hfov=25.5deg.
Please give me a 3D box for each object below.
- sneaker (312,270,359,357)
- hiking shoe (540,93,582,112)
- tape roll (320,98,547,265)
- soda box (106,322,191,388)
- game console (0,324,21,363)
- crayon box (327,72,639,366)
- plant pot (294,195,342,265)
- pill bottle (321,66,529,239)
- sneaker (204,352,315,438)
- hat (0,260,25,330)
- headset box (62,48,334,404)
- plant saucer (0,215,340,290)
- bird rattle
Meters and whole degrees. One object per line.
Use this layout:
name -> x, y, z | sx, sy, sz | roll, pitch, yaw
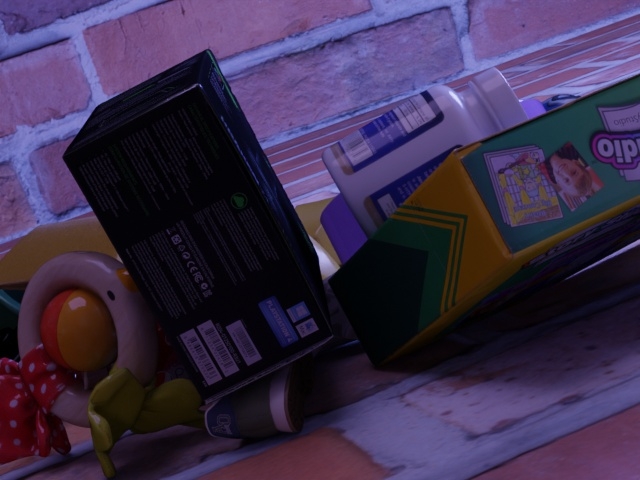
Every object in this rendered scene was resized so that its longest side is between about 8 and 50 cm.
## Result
sneaker -> 0.021, 0.065, 1.429 | 0.232, 0.090, 0.115 | -17, 6, 3
hiking shoe -> 0.311, -0.124, 1.853 | 0.132, 0.113, 0.304 | -21, 10, -19
tape roll -> 0.139, -0.047, 1.541 | 0.275, 0.090, 0.275 | -27, -10, -5
soda box -> -0.181, 0.113, 1.506 | 0.083, 0.092, 0.263 | -22, 10, -16
game console -> -0.392, 0.156, 1.637 | 0.213, 0.044, 0.361 | -52, 17, -29
crayon box -> 0.223, -0.040, 1.261 | 0.363, 0.106, 0.313 | -24, -12, -25
plant pot -> 0.000, 0.000, 1.859 | 0.081, 0.081, 0.083 | -13, 23, 31
pill bottle -> 0.106, -0.083, 1.353 | 0.187, 0.112, 0.112 | -30, 9, 3
sneaker -> -0.057, 0.128, 1.275 | 0.086, 0.064, 0.192 | -12, 14, 8
hat -> -0.432, 0.144, 2.000 | 0.208, 0.183, 0.173 | 32, 18, 16
headset box -> -0.104, -0.026, 1.285 | 0.131, 0.246, 0.283 | -27, 13, 4
plant saucer -> -0.187, 0.019, 1.710 | 0.333, 0.081, 0.333 | 5, -6, -39
bird rattle -> -0.218, 0.112, 1.320 | 0.253, 0.207, 0.143 | 5, 5, 45
